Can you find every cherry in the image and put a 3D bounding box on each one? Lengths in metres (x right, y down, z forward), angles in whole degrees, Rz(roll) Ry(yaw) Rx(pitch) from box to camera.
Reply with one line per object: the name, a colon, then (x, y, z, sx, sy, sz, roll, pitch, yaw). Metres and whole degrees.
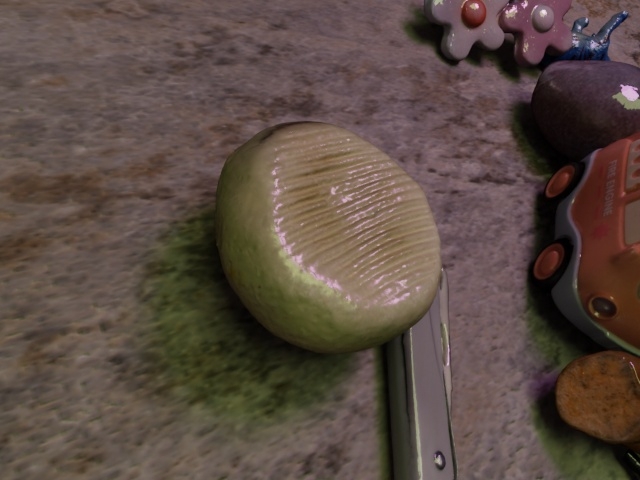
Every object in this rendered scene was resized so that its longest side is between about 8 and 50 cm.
cherry: (0.386, -0.181, 0.683, 0.176, 0.140, 0.176, 4, 36, -3)

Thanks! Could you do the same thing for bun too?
bun: (0.000, 0.000, 0.426, 0.222, 0.127, 0.222, 19, 46, -21)

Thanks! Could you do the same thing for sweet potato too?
sweet potato: (0.353, 0.176, 0.500, 0.251, 0.097, 0.097, 16, 58, -20)

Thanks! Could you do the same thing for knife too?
knife: (0.096, 0.099, 0.459, 0.073, 0.040, 0.265, 20, 56, -25)

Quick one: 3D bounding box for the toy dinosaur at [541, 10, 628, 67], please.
toy dinosaur: (0.420, -0.337, 0.817, 0.329, 0.076, 0.144, 24, 88, -11)

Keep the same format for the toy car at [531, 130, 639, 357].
toy car: (0.384, -0.010, 0.535, 0.180, 0.212, 0.270, 29, 60, -8)

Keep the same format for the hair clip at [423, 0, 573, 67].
hair clip: (0.272, -0.339, 0.735, 0.257, 0.075, 0.146, 1, 93, -8)

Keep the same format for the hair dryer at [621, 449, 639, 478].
hair dryer: (0.410, 0.300, 0.477, 0.195, 0.078, 0.248, -27, 71, -34)
